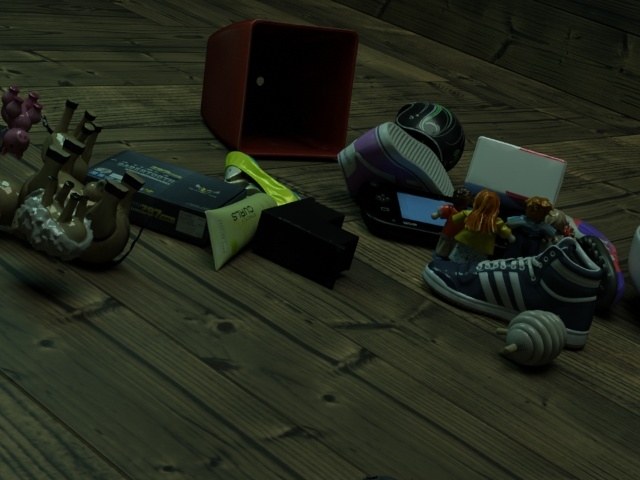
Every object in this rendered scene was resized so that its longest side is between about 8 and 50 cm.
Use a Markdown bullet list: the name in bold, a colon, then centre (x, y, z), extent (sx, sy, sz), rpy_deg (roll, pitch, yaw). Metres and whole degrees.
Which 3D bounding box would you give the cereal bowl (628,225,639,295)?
- **cereal bowl**: centre (0.689, 0.093, 1.991), extent (0.339, 0.141, 0.339), rpy_deg (14, 20, -5)

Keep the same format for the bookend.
- **bookend**: centre (0.000, 0.000, 1.852), extent (0.156, 0.072, 0.157), rpy_deg (25, 22, 23)

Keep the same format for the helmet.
- **helmet**: centre (0.225, -0.217, 2.459), extent (0.170, 0.169, 0.161), rpy_deg (21, 37, 16)

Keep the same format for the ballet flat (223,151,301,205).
- **ballet flat**: centre (-0.123, -0.092, 2.020), extent (0.077, 0.077, 0.231), rpy_deg (-21, 39, -32)

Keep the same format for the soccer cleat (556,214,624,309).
- **soccer cleat**: centre (0.495, 0.038, 2.062), extent (0.117, 0.108, 0.318), rpy_deg (15, 17, -13)

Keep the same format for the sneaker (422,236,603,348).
- **sneaker**: centre (0.308, 0.049, 1.820), extent (0.282, 0.153, 0.099), rpy_deg (22, 21, 20)

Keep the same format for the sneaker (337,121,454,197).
- **sneaker**: centre (0.141, -0.122, 2.236), extent (0.282, 0.161, 0.102), rpy_deg (36, 35, -42)

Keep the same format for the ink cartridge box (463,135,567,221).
- **ink cartridge box**: centre (0.367, -0.107, 2.224), extent (0.172, 0.100, 0.237), rpy_deg (17, -7, 7)

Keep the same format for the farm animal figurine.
- **farm animal figurine**: centre (-0.394, -0.072, 1.661), extent (0.327, 0.172, 0.330), rpy_deg (36, 19, 18)

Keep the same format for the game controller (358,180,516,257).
- **game controller**: centre (0.225, -0.038, 2.119), extent (0.319, 0.067, 0.166), rpy_deg (11, 20, -9)

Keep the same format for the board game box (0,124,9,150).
- **board game box**: centre (-0.643, -0.166, 1.883), extent (0.165, 0.042, 0.243), rpy_deg (18, 20, 7)

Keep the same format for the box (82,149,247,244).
- **box**: centre (-0.258, -0.075, 1.888), extent (0.233, 0.059, 0.183), rpy_deg (19, 19, 10)

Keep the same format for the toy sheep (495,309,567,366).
- **toy sheep**: centre (0.309, 0.144, 1.678), extent (0.132, 0.091, 0.091), rpy_deg (-24, 41, -39)

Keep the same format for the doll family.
- **doll family**: centre (0.321, -0.006, 1.960), extent (0.263, 0.163, 0.118), rpy_deg (13, 20, -6)

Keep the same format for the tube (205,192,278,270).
- **tube**: centre (-0.129, -0.023, 1.824), extent (0.070, 0.062, 0.240), rpy_deg (42, 20, 5)

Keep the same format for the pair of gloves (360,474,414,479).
- **pair of gloves**: centre (0.084, 0.281, 1.255), extent (0.074, 0.010, 0.083), rpy_deg (5, 22, -26)

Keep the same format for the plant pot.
- **plant pot**: centre (-0.110, -0.326, 2.404), extent (0.267, 0.267, 0.236), rpy_deg (-1, 14, -37)
